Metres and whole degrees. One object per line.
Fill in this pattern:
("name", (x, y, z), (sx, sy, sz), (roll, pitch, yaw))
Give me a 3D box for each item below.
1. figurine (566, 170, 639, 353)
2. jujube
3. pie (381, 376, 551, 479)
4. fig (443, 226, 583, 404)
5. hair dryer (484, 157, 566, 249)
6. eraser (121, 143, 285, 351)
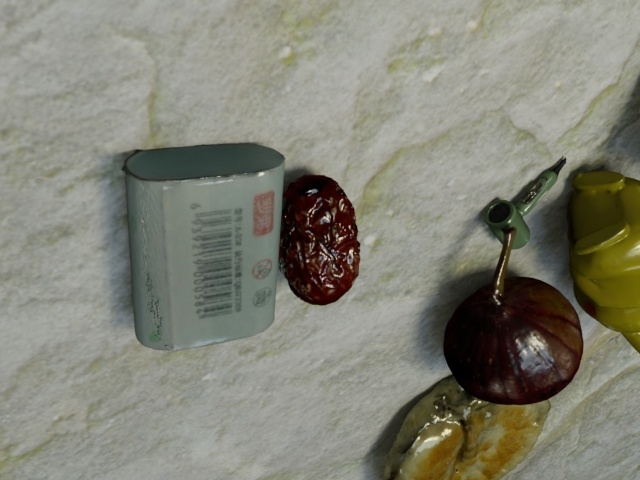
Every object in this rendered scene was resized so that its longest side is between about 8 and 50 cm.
("figurine", (0.467, 0.031, 1.082), (0.169, 0.218, 0.327), (-1, 145, 24))
("jujube", (0.004, -0.001, 0.862), (0.104, 0.104, 0.166), (-11, 125, -20))
("pie", (0.252, 0.359, 1.259), (0.339, 0.077, 0.339), (-15, 126, -21))
("fig", (0.266, 0.131, 1.023), (0.203, 0.186, 0.249), (-25, 144, 13))
("hair dryer", (0.299, -0.061, 1.015), (0.150, 0.047, 0.071), (-50, 135, -2))
("eraser", (-0.131, 0.009, 0.812), (0.174, 0.081, 0.227), (-6, 126, -19))
